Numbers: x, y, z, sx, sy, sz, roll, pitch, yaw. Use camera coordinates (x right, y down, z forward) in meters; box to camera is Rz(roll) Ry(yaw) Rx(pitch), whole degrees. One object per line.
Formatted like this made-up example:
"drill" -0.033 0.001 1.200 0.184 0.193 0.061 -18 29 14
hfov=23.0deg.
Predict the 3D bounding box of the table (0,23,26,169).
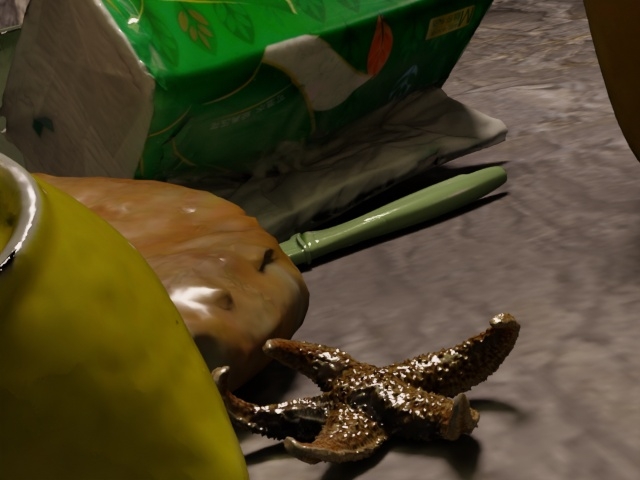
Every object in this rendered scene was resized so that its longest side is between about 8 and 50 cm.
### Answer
"table" -0.160 -0.068 0.917 0.240 0.121 0.111 -21 14 -36

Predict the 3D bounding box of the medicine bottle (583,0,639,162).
"medicine bottle" 0.226 -0.156 0.618 0.232 0.238 0.238 -8 13 21

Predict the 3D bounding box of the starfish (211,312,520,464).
"starfish" 0.016 0.041 0.437 0.078 0.028 0.091 -26 19 -28

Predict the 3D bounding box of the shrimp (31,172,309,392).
"shrimp" -0.225 0.053 0.552 0.445 0.085 0.272 -4 19 20

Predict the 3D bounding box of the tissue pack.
"tissue pack" -0.022 -0.070 0.777 0.209 0.156 0.148 -22 -21 -34

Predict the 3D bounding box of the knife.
"knife" 0.000 0.000 0.684 0.207 0.014 0.030 -21 15 -30

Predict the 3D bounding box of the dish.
"dish" -0.116 0.023 0.400 0.208 0.080 0.149 9 38 18
